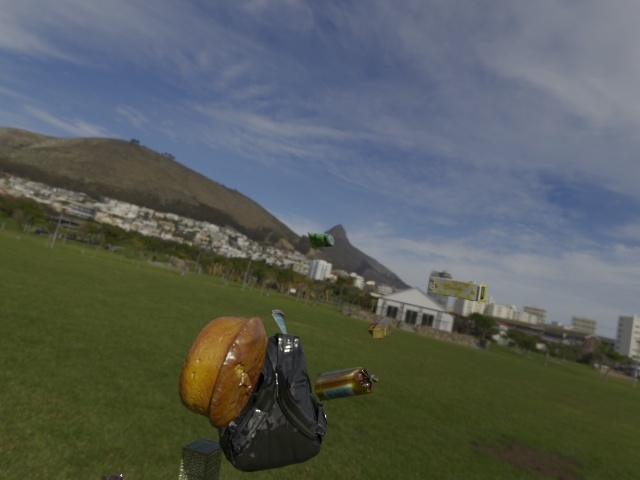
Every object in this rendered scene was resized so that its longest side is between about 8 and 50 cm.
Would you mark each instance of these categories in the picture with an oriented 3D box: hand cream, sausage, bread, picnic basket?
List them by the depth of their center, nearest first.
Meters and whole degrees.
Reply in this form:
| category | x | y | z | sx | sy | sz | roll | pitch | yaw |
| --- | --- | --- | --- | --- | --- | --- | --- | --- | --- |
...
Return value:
| category | x | y | z | sx | sy | sz | roll | pitch | yaw |
| --- | --- | --- | --- | --- | --- | --- | --- | --- | --- |
| bread | -0.263 | 0.354 | 1.130 | 0.173 | 0.311 | 0.312 | 16 | -7 | 9 |
| picnic basket | -0.506 | 0.972 | 1.720 | 0.134 | 0.196 | 0.154 | 4 | -8 | 16 |
| sausage | 0.120 | 0.615 | 1.752 | 0.318 | 0.125 | 0.117 | -26 | -32 | 37 |
| hand cream | 0.000 | 0.000 | 2.100 | 0.175 | 0.095 | 0.046 | -1 | 22 | 47 |

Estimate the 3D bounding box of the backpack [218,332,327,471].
| category | x | y | z | sx | sy | sz | roll | pitch | yaw |
| --- | --- | --- | --- | --- | --- | --- | --- | --- | --- |
| backpack | -0.175 | 0.547 | 1.397 | 0.364 | 0.444 | 0.255 | -5 | -17 | -18 |

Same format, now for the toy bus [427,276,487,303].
| category | x | y | z | sx | sy | sz | roll | pitch | yaw |
| --- | --- | --- | --- | --- | --- | --- | --- | --- | --- |
| toy bus | 0.554 | 0.194 | 1.641 | 0.227 | 0.080 | 0.074 | 9 | -3 | 42 |

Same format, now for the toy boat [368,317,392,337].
| category | x | y | z | sx | sy | sz | roll | pitch | yaw |
| --- | --- | --- | --- | --- | --- | --- | --- | --- | --- |
| toy boat | 0.247 | 0.368 | 1.684 | 0.088 | 0.068 | 0.226 | -1 | -1 | 21 |

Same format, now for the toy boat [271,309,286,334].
| category | x | y | z | sx | sy | sz | roll | pitch | yaw |
| --- | --- | --- | --- | --- | --- | --- | --- | --- | --- |
| toy boat | -0.164 | 0.350 | 1.672 | 0.034 | 0.122 | 0.096 | -31 | -31 | 13 |

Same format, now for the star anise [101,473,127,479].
| category | x | y | z | sx | sy | sz | roll | pitch | yaw |
| --- | --- | --- | --- | --- | --- | --- | --- | --- | --- |
| star anise | -0.641 | 0.726 | 1.194 | 0.124 | 0.056 | 0.129 | -11 | -21 | -27 |
